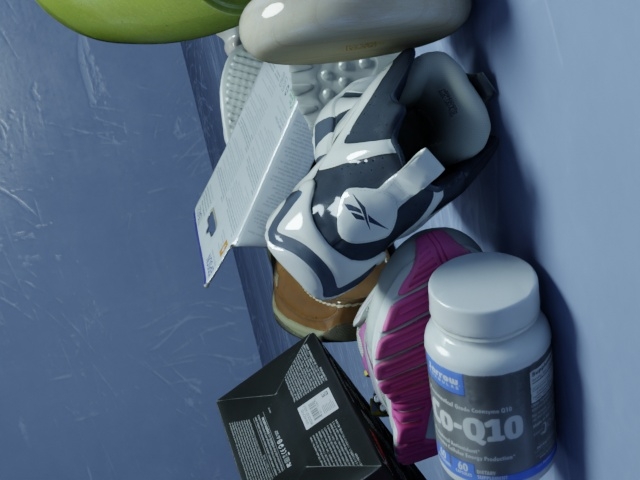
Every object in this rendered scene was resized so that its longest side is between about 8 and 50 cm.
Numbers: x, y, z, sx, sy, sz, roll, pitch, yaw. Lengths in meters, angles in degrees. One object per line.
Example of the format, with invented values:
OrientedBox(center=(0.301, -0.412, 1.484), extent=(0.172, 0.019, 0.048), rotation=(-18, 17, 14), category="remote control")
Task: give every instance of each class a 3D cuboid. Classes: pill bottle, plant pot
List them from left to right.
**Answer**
OrientedBox(center=(-0.137, -0.311, 1.175), extent=(0.293, 0.274, 0.275), rotation=(29, 136, 55), category="plant pot")
OrientedBox(center=(0.105, 0.081, 0.736), extent=(0.078, 0.078, 0.137), rotation=(-118, 16, -58), category="pill bottle")

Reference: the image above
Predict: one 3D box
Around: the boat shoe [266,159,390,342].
OrientedBox(center=(0.000, 0.000, 1.156), extent=(0.324, 0.122, 0.120), rotation=(-126, 29, -68), category="boat shoe")

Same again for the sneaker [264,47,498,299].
OrientedBox(center=(0.062, -0.073, 0.778), extent=(0.094, 0.153, 0.235), rotation=(49, -146, -7), category="sneaker")

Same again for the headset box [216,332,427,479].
OrientedBox(center=(0.053, 0.252, 0.994), extent=(0.293, 0.110, 0.218), rotation=(54, -178, -27), category="headset box")

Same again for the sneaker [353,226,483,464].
OrientedBox(center=(0.069, 0.063, 0.860), extent=(0.252, 0.103, 0.111), rotation=(88, 163, -54), category="sneaker")

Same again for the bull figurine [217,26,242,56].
OrientedBox(center=(-0.156, -0.358, 1.400), extent=(0.101, 0.188, 0.310), rotation=(30, 133, 47), category="bull figurine")

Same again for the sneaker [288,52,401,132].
OrientedBox(center=(0.014, -0.189, 0.914), extent=(0.095, 0.090, 0.235), rotation=(-93, -3, -63), category="sneaker")

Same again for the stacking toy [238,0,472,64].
OrientedBox(center=(0.001, -0.279, 0.711), extent=(0.141, 0.141, 0.330), rotation=(172, 90, -82), category="stacking toy")

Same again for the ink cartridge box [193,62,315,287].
OrientedBox(center=(-0.058, -0.081, 1.192), extent=(0.224, 0.045, 0.223), rotation=(-63, 18, 16), category="ink cartridge box")

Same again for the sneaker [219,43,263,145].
OrientedBox(center=(-0.061, -0.100, 1.448), extent=(0.161, 0.102, 0.282), rotation=(-136, 33, -80), category="sneaker")

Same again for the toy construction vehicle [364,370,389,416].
OrientedBox(center=(0.068, 0.105, 0.994), extent=(0.035, 0.086, 0.098), rotation=(-25, 59, 41), category="toy construction vehicle")
